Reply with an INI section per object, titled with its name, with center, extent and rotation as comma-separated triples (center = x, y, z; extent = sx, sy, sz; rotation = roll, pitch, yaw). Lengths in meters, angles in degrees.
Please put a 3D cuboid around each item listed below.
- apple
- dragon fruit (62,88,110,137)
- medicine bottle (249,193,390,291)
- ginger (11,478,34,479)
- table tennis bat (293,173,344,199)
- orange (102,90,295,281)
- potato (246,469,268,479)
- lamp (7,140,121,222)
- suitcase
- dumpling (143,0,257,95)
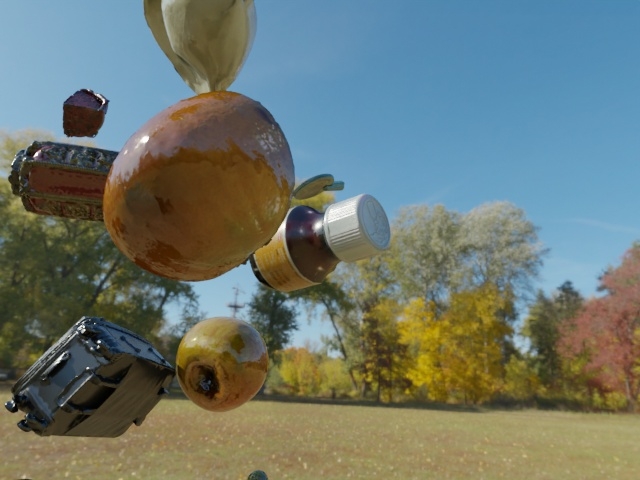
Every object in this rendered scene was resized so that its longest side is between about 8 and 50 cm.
[apple]
center = -0.306, 0.385, 1.461
extent = 0.299, 0.299, 0.275
rotation = -5, 4, 24
[dragon fruit]
center = -0.747, -0.408, 1.472
extent = 0.121, 0.161, 0.127
rotation = 12, -52, -15
[medicine bottle]
center = 0.000, 0.000, 1.301
extent = 0.395, 0.242, 0.242
rotation = -19, -26, 30
[ginger]
center = -0.647, 0.682, 0.853
extent = 0.358, 0.211, 0.413
rotation = 35, 15, -6
[table tennis bat]
center = 0.003, -0.186, 1.583
extent = 0.149, 0.038, 0.237
rotation = -38, -17, 37
[orange]
center = -0.191, -0.077, 0.710
extent = 0.310, 0.274, 0.274
rotation = -33, -17, -7
[potato]
center = -0.180, 0.736, 1.268
extent = 0.085, 0.188, 0.105
rotation = 3, -4, -8
[lamp]
center = -0.516, -0.125, 1.005
extent = 0.274, 0.177, 0.177
rotation = 7, -18, -18
[suitcase]
center = -0.588, 0.379, 1.219
extent = 0.194, 0.283, 0.434
rotation = 36, -15, 22
[dumpling]
center = -0.266, -0.491, 0.996
extent = 0.260, 0.181, 0.341
rotation = 33, -25, 4
